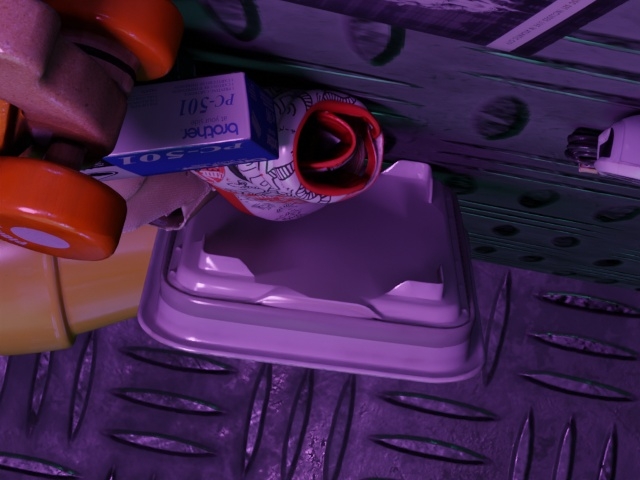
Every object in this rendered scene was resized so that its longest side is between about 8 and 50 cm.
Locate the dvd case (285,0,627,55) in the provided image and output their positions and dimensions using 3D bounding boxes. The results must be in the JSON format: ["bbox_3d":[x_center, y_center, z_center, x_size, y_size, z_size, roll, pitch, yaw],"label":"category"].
[{"bbox_3d":[0.005,-0.118,0.639,0.221,0.018,0.164,12,176,-7],"label":"dvd case"}]

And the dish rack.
[{"bbox_3d":[0.000,0.000,1.341,0.286,0.072,0.333,8,-154,-3],"label":"dish rack"}]

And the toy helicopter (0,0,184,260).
[{"bbox_3d":[-0.241,-0.116,0.757,0.235,0.140,0.355,8,163,26],"label":"toy helicopter"}]

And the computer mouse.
[{"bbox_3d":[0.207,-0.054,0.966,0.106,0.042,0.193,15,-177,6],"label":"computer mouse"}]

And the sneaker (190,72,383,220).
[{"bbox_3d":[-0.007,-0.058,1.177,0.145,0.090,0.270,12,176,29],"label":"sneaker"}]

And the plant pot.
[{"bbox_3d":[-0.232,-0.014,1.640,0.239,0.254,0.254,-4,178,-2],"label":"plant pot"}]

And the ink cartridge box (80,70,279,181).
[{"bbox_3d":[-0.137,-0.066,0.996,0.207,0.046,0.097,-7,174,9],"label":"ink cartridge box"}]

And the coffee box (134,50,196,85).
[{"bbox_3d":[-0.160,-0.109,0.993,0.113,0.040,0.184,-5,173,13],"label":"coffee box"}]

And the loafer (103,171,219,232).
[{"bbox_3d":[-0.122,-0.057,1.230,0.102,0.092,0.268,16,-166,29],"label":"loafer"}]
